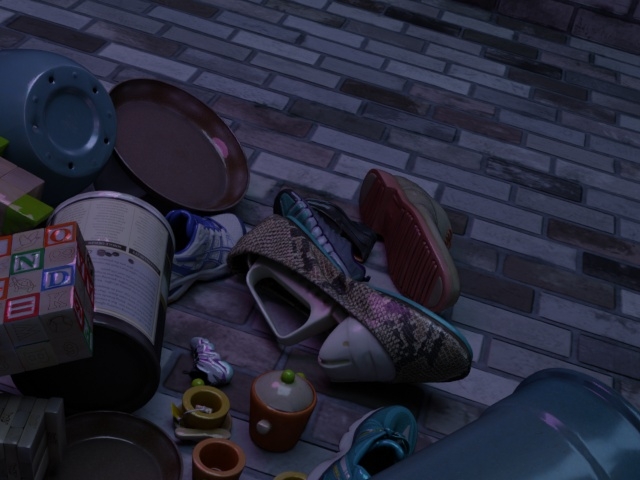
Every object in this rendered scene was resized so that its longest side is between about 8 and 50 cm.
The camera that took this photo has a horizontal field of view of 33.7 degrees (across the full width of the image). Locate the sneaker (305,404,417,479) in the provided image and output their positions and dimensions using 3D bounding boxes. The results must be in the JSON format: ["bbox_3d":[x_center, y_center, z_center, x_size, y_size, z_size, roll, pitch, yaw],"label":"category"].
[{"bbox_3d":[0.083,0.299,1.440,0.107,0.110,0.275,53,28,1],"label":"sneaker"}]

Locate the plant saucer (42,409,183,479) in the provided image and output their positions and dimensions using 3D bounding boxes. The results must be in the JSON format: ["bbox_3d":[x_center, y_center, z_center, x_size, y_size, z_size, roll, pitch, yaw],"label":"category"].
[{"bbox_3d":[-0.282,0.305,1.395,0.199,0.036,0.198,11,32,-7],"label":"plant saucer"}]

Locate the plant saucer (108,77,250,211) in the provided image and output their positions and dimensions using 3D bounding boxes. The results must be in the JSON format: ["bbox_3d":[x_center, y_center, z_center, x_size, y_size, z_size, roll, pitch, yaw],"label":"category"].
[{"bbox_3d":[-0.271,-0.168,1.952,0.311,0.050,0.310,26,40,-24],"label":"plant saucer"}]

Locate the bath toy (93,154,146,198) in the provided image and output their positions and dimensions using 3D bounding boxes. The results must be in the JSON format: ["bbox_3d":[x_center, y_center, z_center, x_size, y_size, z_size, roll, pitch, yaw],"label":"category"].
[{"bbox_3d":[-0.341,-0.186,2.043,0.151,0.129,0.348,-11,22,26],"label":"bath toy"}]

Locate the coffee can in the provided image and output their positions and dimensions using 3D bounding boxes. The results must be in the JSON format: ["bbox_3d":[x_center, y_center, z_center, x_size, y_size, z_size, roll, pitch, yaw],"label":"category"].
[{"bbox_3d":[-0.320,0.089,1.524,0.201,0.201,0.275,9,40,-9],"label":"coffee can"}]

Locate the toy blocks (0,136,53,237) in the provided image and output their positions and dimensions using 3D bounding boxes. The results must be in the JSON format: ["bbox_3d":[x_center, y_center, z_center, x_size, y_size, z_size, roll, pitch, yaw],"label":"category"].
[{"bbox_3d":[-0.592,-0.033,1.609,0.381,0.261,0.191,27,32,7],"label":"toy blocks"}]

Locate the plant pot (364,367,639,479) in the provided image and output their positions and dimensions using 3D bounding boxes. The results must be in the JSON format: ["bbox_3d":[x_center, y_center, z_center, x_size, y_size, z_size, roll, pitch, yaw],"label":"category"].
[{"bbox_3d":[0.204,0.362,1.256,0.334,0.341,0.341,-16,42,-27],"label":"plant pot"}]

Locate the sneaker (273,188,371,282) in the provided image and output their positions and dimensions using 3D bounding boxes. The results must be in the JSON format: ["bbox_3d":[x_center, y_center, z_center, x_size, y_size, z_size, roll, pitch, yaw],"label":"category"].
[{"bbox_3d":[0.000,0.000,1.921,0.098,0.083,0.223,-9,60,-49],"label":"sneaker"}]

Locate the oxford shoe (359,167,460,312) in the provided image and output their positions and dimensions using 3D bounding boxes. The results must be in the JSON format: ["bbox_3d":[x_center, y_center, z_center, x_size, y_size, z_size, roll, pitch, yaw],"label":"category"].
[{"bbox_3d":[0.198,-0.009,1.975,0.146,0.140,0.397,8,34,-23],"label":"oxford shoe"}]

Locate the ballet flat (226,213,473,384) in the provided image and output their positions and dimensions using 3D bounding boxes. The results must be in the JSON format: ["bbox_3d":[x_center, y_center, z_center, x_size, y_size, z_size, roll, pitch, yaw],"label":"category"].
[{"bbox_3d":[0.018,0.124,1.712,0.182,0.164,0.483,-35,49,-24],"label":"ballet flat"}]

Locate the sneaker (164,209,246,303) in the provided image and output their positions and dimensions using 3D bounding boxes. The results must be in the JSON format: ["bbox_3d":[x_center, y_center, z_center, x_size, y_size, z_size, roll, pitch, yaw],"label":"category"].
[{"bbox_3d":[-0.212,0.001,1.803,0.112,0.131,0.296,24,32,19],"label":"sneaker"}]

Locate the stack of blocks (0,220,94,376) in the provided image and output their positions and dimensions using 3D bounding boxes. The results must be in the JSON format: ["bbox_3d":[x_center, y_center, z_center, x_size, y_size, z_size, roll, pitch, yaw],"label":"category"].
[{"bbox_3d":[-0.440,0.088,1.328,0.297,0.087,0.171,-12,40,-2],"label":"stack of blocks"}]

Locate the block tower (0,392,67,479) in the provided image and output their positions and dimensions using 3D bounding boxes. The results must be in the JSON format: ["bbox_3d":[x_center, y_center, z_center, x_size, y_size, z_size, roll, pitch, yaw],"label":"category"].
[{"bbox_3d":[-0.496,0.241,1.323,0.335,0.091,0.097,5,33,0],"label":"block tower"}]

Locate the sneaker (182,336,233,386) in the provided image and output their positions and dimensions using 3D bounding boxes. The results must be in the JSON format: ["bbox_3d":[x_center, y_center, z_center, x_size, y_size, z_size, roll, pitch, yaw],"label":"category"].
[{"bbox_3d":[-0.186,0.187,1.610,0.069,0.038,0.098,-17,44,-41],"label":"sneaker"}]

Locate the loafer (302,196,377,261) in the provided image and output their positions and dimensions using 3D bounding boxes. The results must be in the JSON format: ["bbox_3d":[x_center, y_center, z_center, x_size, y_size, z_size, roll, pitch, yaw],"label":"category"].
[{"bbox_3d":[0.026,-0.022,1.966,0.170,0.062,0.061,28,48,-9],"label":"loafer"}]

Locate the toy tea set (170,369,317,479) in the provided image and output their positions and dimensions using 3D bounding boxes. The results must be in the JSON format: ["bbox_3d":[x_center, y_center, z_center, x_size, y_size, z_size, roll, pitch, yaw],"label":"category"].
[{"bbox_3d":[-0.085,0.284,1.420,0.200,0.124,0.336,3,34,-17],"label":"toy tea set"}]

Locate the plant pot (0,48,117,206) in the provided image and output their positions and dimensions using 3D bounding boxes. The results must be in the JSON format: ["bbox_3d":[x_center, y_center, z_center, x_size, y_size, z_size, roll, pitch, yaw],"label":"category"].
[{"bbox_3d":[-0.480,-0.186,1.758,0.235,0.293,0.293,-4,17,40],"label":"plant pot"}]
